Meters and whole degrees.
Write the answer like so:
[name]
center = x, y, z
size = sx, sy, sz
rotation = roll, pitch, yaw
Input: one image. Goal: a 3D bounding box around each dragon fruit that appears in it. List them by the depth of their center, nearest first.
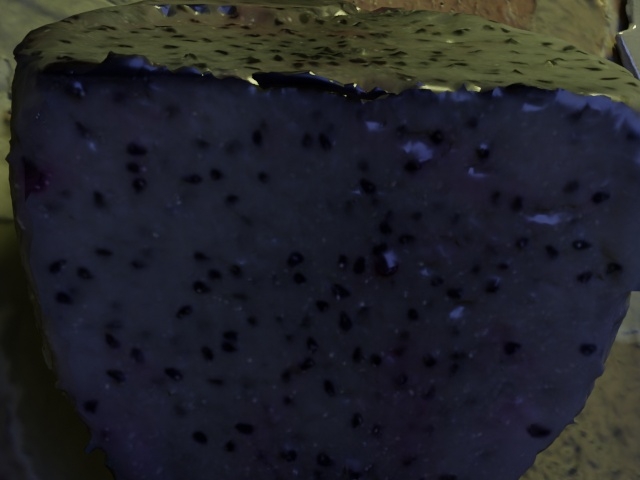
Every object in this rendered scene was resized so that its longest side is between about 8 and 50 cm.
[dragon fruit]
center = 0.000, 0.000, 0.601
size = 0.283, 0.204, 0.221
rotation = 1, 104, -3

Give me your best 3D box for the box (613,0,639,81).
[box]
center = 0.359, -0.157, 0.843
size = 0.262, 0.206, 0.291
rotation = 32, 59, -16
